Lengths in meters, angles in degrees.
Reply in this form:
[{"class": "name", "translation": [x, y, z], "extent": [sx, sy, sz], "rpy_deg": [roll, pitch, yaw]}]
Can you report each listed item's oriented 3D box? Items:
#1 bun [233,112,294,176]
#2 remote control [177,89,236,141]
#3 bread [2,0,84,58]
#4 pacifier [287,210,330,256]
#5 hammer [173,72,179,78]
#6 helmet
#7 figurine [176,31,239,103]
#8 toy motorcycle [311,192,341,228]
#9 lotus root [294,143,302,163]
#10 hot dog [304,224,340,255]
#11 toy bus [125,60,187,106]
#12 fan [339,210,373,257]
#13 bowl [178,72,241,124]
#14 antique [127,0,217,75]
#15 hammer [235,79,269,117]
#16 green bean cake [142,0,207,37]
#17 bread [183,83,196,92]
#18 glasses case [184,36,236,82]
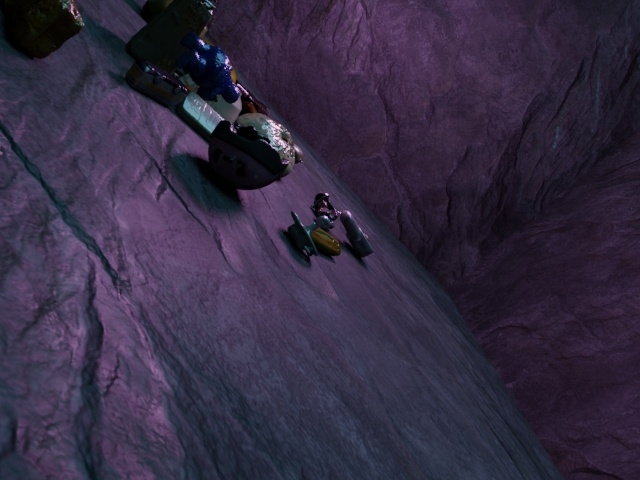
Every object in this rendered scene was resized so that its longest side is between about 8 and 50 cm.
[{"class": "bun", "translation": [-0.183, -0.360, 1.929], "extent": [0.287, 0.146, 0.287], "rpy_deg": [48, 8, -9]}, {"class": "remote control", "translation": [-0.307, -0.325, 1.538], "extent": [0.233, 0.038, 0.098], "rpy_deg": [41, 43, -29]}, {"class": "bread", "translation": [-0.520, -0.451, 0.991], "extent": [0.271, 0.139, 0.077], "rpy_deg": [58, 5, 35]}, {"class": "pacifier", "translation": [-0.024, -0.025, 1.476], "extent": [0.150, 0.117, 0.126], "rpy_deg": [53, -14, 41]}, {"class": "hammer", "translation": [-0.469, -0.518, 1.732], "extent": [0.029, 0.014, 0.123], "rpy_deg": [29, 23, -34]}, {"class": "helmet", "translation": [-0.192, -0.199, 1.347], "extent": [0.198, 0.154, 0.253], "rpy_deg": [29, -9, 6]}, {"class": "figurine", "translation": [-0.308, -0.487, 1.565], "extent": [0.121, 0.164, 0.262], "rpy_deg": [6, -5, 24]}, {"class": "toy motorcycle", "translation": [0.016, -0.114, 2.010], "extent": [0.118, 0.084, 0.212], "rpy_deg": [54, 15, -12]}, {"class": "lotus root", "translation": [-0.147, -0.410, 2.414], "extent": [0.165, 0.088, 0.088], "rpy_deg": [39, 11, 3]}, {"class": "hot dog", "translation": [0.000, 0.000, 1.641], "extent": [0.216, 0.047, 0.066], "rpy_deg": [27, 60, -59]}, {"class": "toy bus", "translation": [-0.418, -0.401, 1.369], "extent": [0.057, 0.072, 0.172], "rpy_deg": [50, 13, 18]}, {"class": "fan", "translation": [0.135, -0.029, 2.053], "extent": [0.130, 0.074, 0.244], "rpy_deg": [62, 3, 40]}, {"class": "bowl", "translation": [-0.357, -0.506, 1.829], "extent": [0.238, 0.126, 0.238], "rpy_deg": [46, 10, -10]}, {"class": "antique", "translation": [-0.420, -0.621, 1.566], "extent": [0.150, 0.284, 0.125], "rpy_deg": [38, 15, -36]}, {"class": "hammer", "translation": [-0.276, -0.510, 2.244], "extent": [0.242, 0.095, 0.408], "rpy_deg": [38, 17, -43]}, {"class": "green bean cake", "translation": [-0.605, -0.923, 2.209], "extent": [0.248, 0.125, 0.222], "rpy_deg": [37, 1, -36]}, {"class": "bread", "translation": [-0.379, -0.412, 1.598], "extent": [0.132, 0.053, 0.074], "rpy_deg": [53, 13, 23]}, {"class": "glasses case", "translation": [-0.431, -0.673, 2.073], "extent": [0.173, 0.141, 0.371], "rpy_deg": [38, 15, -43]}]
